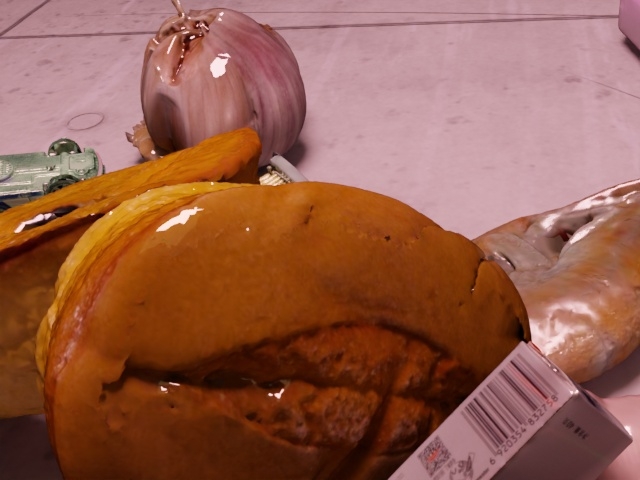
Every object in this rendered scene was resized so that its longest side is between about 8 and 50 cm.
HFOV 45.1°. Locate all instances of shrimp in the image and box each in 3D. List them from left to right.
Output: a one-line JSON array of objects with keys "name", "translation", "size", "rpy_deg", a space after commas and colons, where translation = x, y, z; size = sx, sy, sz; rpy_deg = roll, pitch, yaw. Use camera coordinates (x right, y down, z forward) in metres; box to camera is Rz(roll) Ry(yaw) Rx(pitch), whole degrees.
[{"name": "shrimp", "translation": [0.200, 0.003, 0.593], "size": [0.317, 0.077, 0.168], "rpy_deg": [-36, 42, -30]}]

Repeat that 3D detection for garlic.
[{"name": "garlic", "translation": [-0.136, -0.176, 0.807], "size": [0.207, 0.256, 0.207], "rpy_deg": [-32, -1, -1]}]

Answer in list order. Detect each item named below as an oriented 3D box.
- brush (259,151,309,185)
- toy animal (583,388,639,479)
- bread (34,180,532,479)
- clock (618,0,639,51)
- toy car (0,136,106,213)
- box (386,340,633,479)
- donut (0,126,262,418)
[{"name": "brush", "translation": [0.000, 0.000, 0.625], "size": [0.060, 0.068, 0.297], "rpy_deg": [-35, 32, -8]}, {"name": "toy animal", "translation": [0.150, 0.176, 0.345], "size": [0.124, 0.124, 0.212], "rpy_deg": [-1, 45, 9]}, {"name": "bread", "translation": [-0.008, 0.068, 0.401], "size": [0.270, 0.195, 0.143], "rpy_deg": [17, 0, -36]}, {"name": "clock", "translation": [0.521, -0.242, 0.839], "size": [0.322, 0.113, 0.295], "rpy_deg": [-6, 35, 1]}, {"name": "toy car", "translation": [-0.323, -0.041, 0.751], "size": [0.224, 0.076, 0.090], "rpy_deg": [-8, 33, -13]}, {"name": "box", "translation": [0.040, 0.143, 0.344], "size": [0.218, 0.055, 0.039], "rpy_deg": [-49, 34, 7]}, {"name": "donut", "translation": [-0.166, 0.022, 0.545], "size": [0.303, 0.110, 0.303], "rpy_deg": [-20, 16, 6]}]
